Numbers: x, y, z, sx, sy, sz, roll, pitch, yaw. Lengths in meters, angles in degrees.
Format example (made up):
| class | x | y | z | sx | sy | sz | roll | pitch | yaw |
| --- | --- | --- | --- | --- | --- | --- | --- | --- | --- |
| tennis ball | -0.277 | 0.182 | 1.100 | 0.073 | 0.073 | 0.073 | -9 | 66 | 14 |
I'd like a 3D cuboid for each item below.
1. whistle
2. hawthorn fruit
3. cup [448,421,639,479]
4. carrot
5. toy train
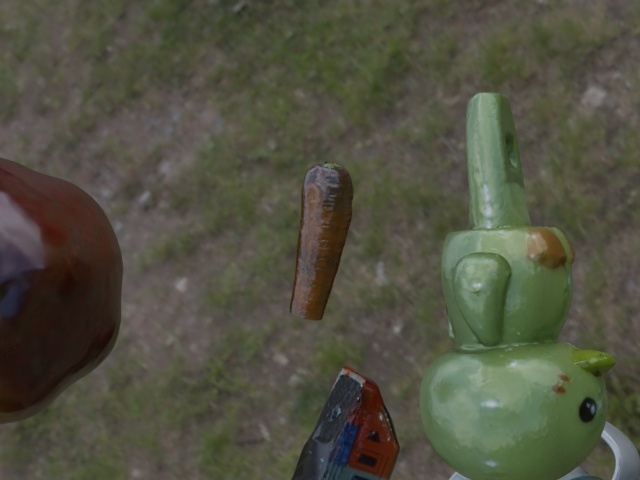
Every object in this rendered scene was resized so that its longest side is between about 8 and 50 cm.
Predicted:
| class | x | y | z | sx | sy | sz | roll | pitch | yaw |
| --- | --- | --- | --- | --- | --- | --- | --- | --- | --- |
| whistle | 0.146 | 0.048 | 1.016 | 0.141 | 0.141 | 0.294 | 12 | 96 | 40 |
| hawthorn fruit | -0.241 | 0.031 | 1.024 | 0.208 | 0.208 | 0.248 | -54 | 3 | -9 |
| cup | 0.295 | 0.356 | 1.790 | 0.257 | 0.219 | 0.290 | 19 | 94 | 48 |
| carrot | 0.000 | 0.000 | 0.838 | 0.032 | 0.032 | 0.093 | 22 | 108 | 43 |
| toy train | -0.010 | 0.329 | 1.421 | 0.409 | 0.089 | 0.086 | -69 | 17 | -3 |
